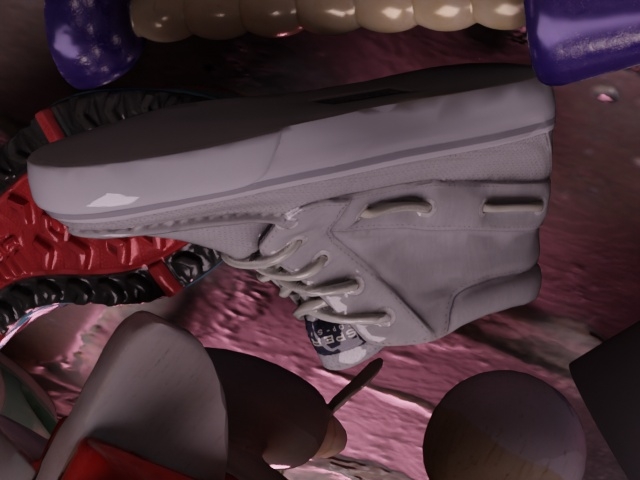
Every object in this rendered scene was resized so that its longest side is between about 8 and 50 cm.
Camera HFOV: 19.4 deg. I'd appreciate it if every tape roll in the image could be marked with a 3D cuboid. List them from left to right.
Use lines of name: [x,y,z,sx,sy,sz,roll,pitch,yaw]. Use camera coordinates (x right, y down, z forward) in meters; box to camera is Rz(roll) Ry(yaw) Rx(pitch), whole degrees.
tape roll: [0.215,0.138,0.960,0.072,0.219,0.219,-33,134,7]

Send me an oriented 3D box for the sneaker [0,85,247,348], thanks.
sneaker: [-0.120,-0.022,0.931,0.262,0.125,0.104,-21,103,30]

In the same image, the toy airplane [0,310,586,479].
toy airplane: [0.015,0.157,0.951,0.386,0.272,0.384,44,170,12]

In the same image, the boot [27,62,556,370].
boot: [0.000,0.000,0.806,0.258,0.123,0.095,-11,-164,-31]

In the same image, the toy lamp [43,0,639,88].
toy lamp: [0.023,-0.103,0.796,0.275,0.080,0.080,2,145,17]

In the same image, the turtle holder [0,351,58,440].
turtle holder: [-0.275,0.168,1.133,0.320,0.227,0.243,32,142,-27]
